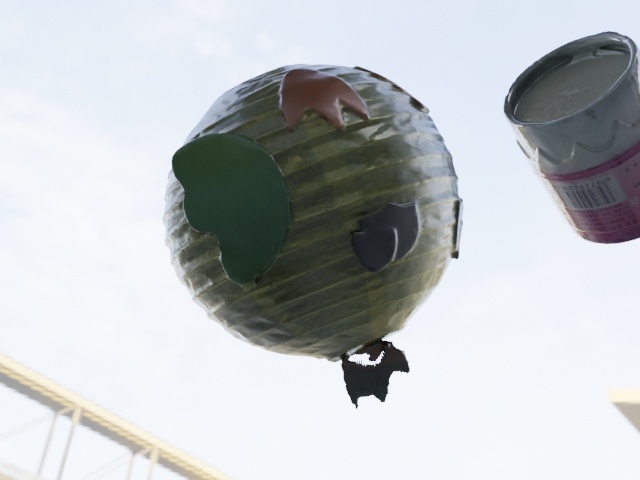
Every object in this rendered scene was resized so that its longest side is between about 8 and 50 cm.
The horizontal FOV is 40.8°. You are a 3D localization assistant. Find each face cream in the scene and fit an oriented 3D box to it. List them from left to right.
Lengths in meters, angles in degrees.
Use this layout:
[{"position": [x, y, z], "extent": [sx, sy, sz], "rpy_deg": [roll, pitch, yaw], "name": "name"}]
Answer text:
[{"position": [0.333, -0.120, 1.022], "extent": [0.175, 0.175, 0.195], "rpy_deg": [-19, -55, 31], "name": "face cream"}]

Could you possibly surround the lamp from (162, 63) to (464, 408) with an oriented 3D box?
[{"position": [0.000, 0.000, 0.704], "extent": [0.250, 0.284, 0.250], "rpy_deg": [-19, -5, -2], "name": "lamp"}]
